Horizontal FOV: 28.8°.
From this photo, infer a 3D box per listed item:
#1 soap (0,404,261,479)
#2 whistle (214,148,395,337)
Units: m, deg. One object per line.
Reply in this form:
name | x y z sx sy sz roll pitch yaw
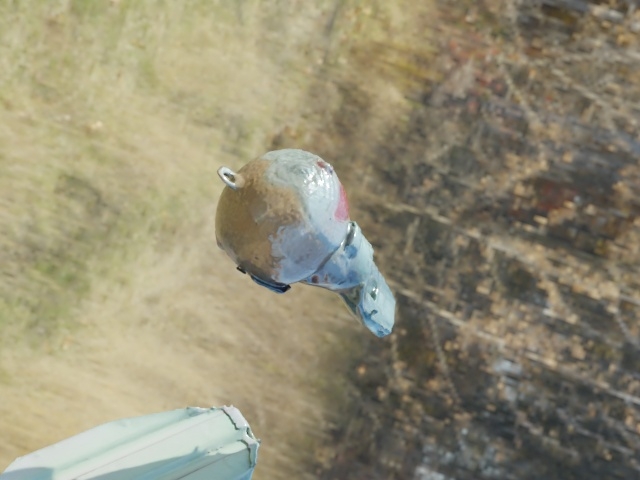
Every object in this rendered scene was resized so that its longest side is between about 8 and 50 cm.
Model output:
soap | -0.281 0.394 1.719 0.446 0.261 0.156 -23 139 -26
whistle | 0.000 0.000 1.630 0.189 0.348 0.189 -34 -146 27
